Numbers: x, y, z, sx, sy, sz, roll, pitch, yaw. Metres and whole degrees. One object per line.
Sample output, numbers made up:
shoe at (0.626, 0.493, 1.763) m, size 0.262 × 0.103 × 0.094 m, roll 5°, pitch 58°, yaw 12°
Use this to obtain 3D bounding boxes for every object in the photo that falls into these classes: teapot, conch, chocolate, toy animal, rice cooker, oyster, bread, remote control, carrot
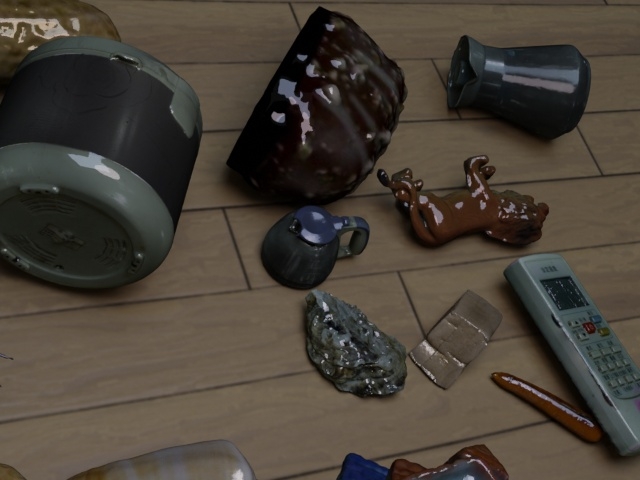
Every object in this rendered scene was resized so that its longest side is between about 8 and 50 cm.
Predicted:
teapot at (0.345, -0.285, 1.879) m, size 0.225 × 0.171 × 0.203 m, roll 10°, pitch 22°, yaw -9°
conch at (-0.179, 0.314, 1.267) m, size 0.255 × 0.127 × 0.158 m, roll 4°, pitch 84°, yaw 5°
chocolate at (0.013, -0.192, 1.626) m, size 0.210 × 0.225 × 0.340 m, roll 32°, pitch 50°, yaw -10°
toy animal at (0.235, -0.050, 1.700) m, size 0.312 × 0.097 × 0.157 m, roll -11°, pitch 68°, yaw -27°
rice cooker at (-0.307, -0.104, 1.392) m, size 0.288 × 0.288 × 0.277 m, roll 17°, pitch 51°, yaw -12°
oyster at (0.047, 0.150, 1.498) m, size 0.177 × 0.064 × 0.125 m, roll 26°, pitch 47°, yaw -7°
bread at (0.209, 0.146, 1.594) m, size 0.077 × 0.105 × 0.152 m, roll 42°, pitch 20°, yaw 9°
remote control at (0.417, 0.170, 1.625) m, size 0.145 × 0.050 × 0.344 m, roll -4°, pitch 57°, yaw -49°
teapot at (-0.004, 0.007, 1.543) m, size 0.149 × 0.108 × 0.111 m, roll 21°, pitch 53°, yaw -8°
carrot at (0.340, 0.242, 1.574) m, size 0.190 × 0.037 × 0.037 m, roll 32°, pitch 51°, yaw 1°

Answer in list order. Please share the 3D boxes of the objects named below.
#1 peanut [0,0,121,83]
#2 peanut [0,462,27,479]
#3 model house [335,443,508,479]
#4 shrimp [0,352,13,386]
peanut at (-0.456, -0.295, 1.544) m, size 0.325 × 0.140 × 0.153 m, roll 0°, pitch 31°, yaw -18°
peanut at (-0.412, 0.268, 1.209) m, size 0.174 × 0.080 × 0.080 m, roll 27°, pitch 51°, yaw -8°
model house at (0.099, 0.336, 1.196) m, size 0.251 × 0.295 × 0.329 m, roll 27°, pitch 61°, yaw 3°
shrimp at (-0.552, 0.040, 1.264) m, size 0.410 × 0.166 × 0.221 m, roll 31°, pitch 83°, yaw 16°
